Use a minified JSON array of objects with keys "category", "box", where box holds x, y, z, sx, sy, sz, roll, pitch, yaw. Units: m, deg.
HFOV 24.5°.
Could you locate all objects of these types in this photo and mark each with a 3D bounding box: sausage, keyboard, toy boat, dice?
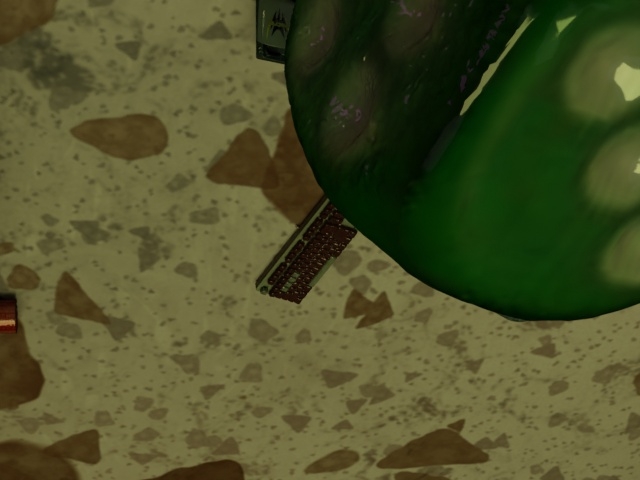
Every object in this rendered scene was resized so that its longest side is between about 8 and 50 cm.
[{"category":"sausage","box":[-0.350,0.071,1.382,0.129,0.034,0.034,1,134,-9]},{"category":"keyboard","box":[0.000,0.000,1.377,0.055,0.017,0.166,20,128,-26]},{"category":"toy boat","box":[-0.023,-0.200,1.154,0.055,0.060,0.141,14,130,12]},{"category":"dice","box":[0.163,-0.141,1.050,0.300,0.287,0.297,12,127,-31]}]

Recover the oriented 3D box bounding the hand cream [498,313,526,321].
[{"category":"hand cream","box":[0.153,0.020,1.403,0.175,0.046,0.095,34,122,-26]}]
